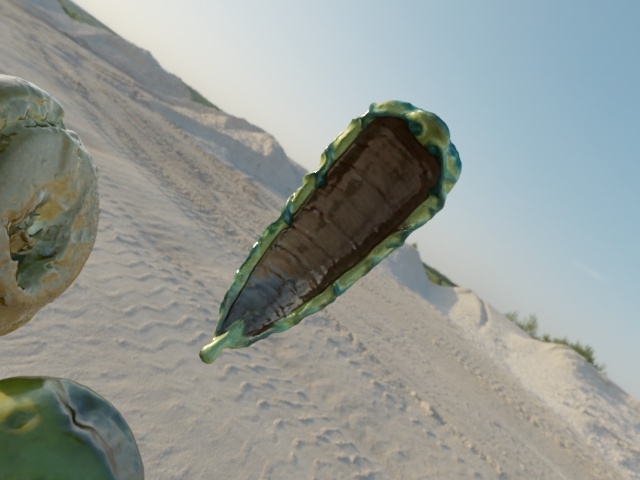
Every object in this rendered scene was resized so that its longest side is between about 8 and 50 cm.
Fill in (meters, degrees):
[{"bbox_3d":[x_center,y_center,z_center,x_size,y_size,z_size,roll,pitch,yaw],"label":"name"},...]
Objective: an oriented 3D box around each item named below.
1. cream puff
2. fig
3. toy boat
[{"bbox_3d":[-0.457,-0.044,0.596,0.231,0.343,0.327,10,38,3],"label":"cream puff"},{"bbox_3d":[-0.302,0.252,0.431,0.239,0.271,0.239,24,55,-39],"label":"fig"},{"bbox_3d":[0.001,0.000,0.421,0.108,0.293,0.099,45,15,3],"label":"toy boat"}]
